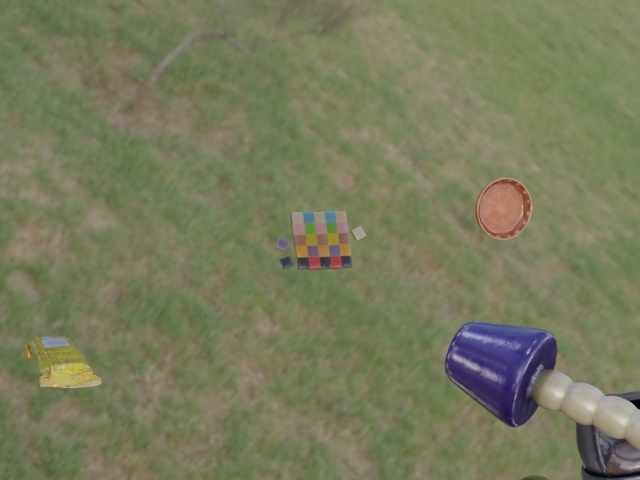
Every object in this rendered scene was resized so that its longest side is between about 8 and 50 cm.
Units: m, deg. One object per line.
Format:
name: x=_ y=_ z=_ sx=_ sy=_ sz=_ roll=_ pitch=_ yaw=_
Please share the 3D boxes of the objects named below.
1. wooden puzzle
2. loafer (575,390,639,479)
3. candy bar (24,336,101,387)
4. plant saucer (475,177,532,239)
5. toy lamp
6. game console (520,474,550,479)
wooden puzzle: x=0.000 y=0.000 z=1.036 sx=0.083 sy=0.006 sz=0.049 roll=-1 pitch=75 yaw=-23
loafer: x=0.386 y=0.160 z=1.172 sx=0.109 sy=0.303 sz=0.095 roll=-157 pitch=-127 yaw=-79
candy bar: x=-0.187 y=0.086 z=0.885 sx=0.040 sy=0.018 sz=0.161 roll=-1 pitch=4 yaw=-17
plant saucer: x=0.243 y=-0.043 z=1.653 sx=0.083 sy=0.083 sz=0.013 roll=29 pitch=-4 yaw=-22
toy lamp: x=0.219 y=0.127 z=0.885 sx=0.275 sy=0.080 sz=0.080 roll=21 pitch=16 yaw=26
game console: x=0.076 y=0.316 z=0.814 sx=0.060 sy=0.342 sz=0.386 roll=45 pitch=-2 yaw=0
